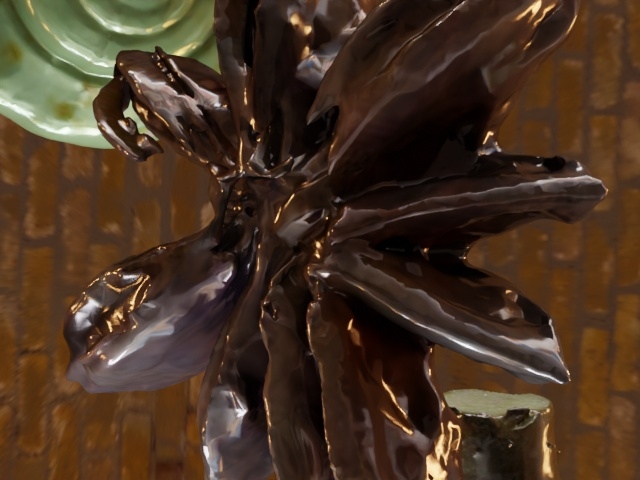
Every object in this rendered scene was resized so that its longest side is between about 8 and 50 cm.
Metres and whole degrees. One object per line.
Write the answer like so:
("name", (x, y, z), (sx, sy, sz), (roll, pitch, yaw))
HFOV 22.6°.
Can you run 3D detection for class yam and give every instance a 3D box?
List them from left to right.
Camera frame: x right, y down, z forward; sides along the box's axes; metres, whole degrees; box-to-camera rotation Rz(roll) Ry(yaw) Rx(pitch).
("yam", (0.080, 0.177, 0.657), (0.061, 0.061, 0.253), (-9, -74, -6))

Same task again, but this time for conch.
("conch", (-0.097, -0.133, 0.678), (0.137, 0.251, 0.143), (-19, -62, -1))

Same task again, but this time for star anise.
("star anise", (0.000, 0.000, 0.510), (0.229, 0.093, 0.236), (-24, -103, 30))
